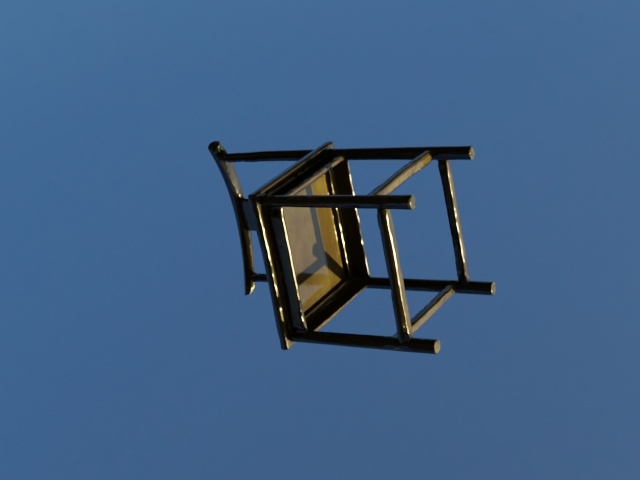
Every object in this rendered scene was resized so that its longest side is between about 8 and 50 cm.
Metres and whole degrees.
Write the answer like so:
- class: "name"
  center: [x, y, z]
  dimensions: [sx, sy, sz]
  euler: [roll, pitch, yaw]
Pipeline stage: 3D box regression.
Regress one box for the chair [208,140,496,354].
- class: "chair"
  center: [0.000, 0.000, 1.258]
  dimensions: [0.260, 0.154, 0.141]
  euler: [1, -157, 31]
